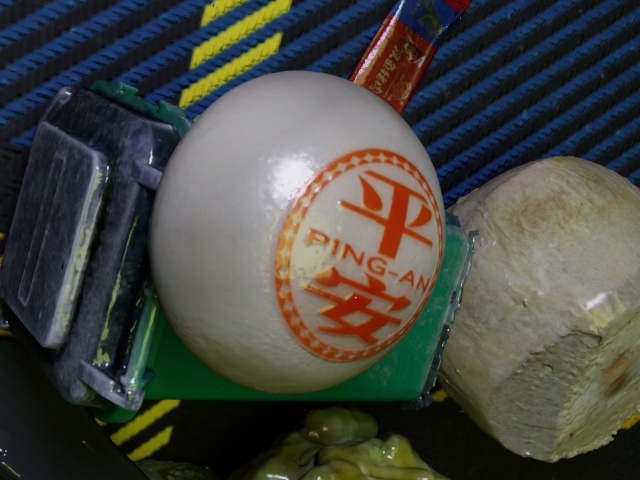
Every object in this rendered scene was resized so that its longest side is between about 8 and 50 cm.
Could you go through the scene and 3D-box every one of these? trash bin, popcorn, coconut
[{"bbox_3d":[-0.064,0.024,1.006,0.381,0.295,0.259,10,100,-33],"label":"trash bin"},{"bbox_3d":[0.025,0.320,1.102,0.274,0.335,0.279,-39,89,25],"label":"popcorn"},{"bbox_3d":[0.233,0.055,1.156,0.297,0.254,0.297,-26,139,-25],"label":"coconut"}]

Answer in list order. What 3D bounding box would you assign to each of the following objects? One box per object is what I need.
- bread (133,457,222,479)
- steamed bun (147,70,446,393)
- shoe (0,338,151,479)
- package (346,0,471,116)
[{"bbox_3d":[-0.180,0.276,1.134,0.157,0.083,0.094,16,109,-29],"label":"bread"},{"bbox_3d":[0.000,0.000,0.784,0.232,0.145,0.232,-16,114,-41],"label":"steamed bun"},{"bbox_3d":[-0.255,0.209,1.056,0.241,0.093,0.108,47,51,-2],"label":"shoe"},{"bbox_3d":[0.084,-0.196,1.154,0.083,0.022,0.200,31,92,-29],"label":"package"}]
